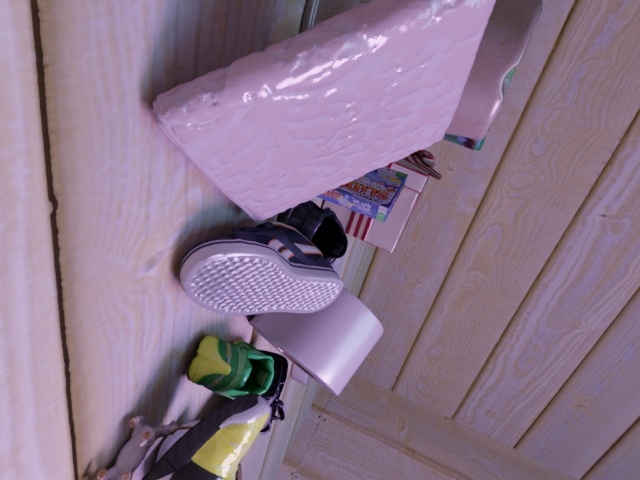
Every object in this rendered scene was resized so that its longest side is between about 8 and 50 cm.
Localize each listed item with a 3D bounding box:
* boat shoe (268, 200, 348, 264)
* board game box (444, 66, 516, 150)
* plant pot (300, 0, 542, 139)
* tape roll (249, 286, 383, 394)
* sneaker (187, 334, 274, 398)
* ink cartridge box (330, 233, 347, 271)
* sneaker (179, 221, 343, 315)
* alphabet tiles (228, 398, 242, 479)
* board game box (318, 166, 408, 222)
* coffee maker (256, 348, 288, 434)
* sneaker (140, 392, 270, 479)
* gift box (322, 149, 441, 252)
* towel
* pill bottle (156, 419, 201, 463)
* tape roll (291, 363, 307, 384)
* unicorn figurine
[{"bbox_3d":[0.002,-0.004,0.927,0.127,0.113,0.340,-59,158,-13],"label":"boat shoe"},{"bbox_3d":[0.224,-0.342,0.905,0.046,0.317,0.213,-13,127,-51],"label":"board game box"},{"bbox_3d":[0.169,-0.319,0.725,0.334,0.306,0.333,23,90,-78],"label":"plant pot"},{"bbox_3d":[-0.009,0.192,0.948,0.169,0.246,0.246,-51,164,-16],"label":"tape roll"},{"bbox_3d":[-0.147,0.248,0.806,0.295,0.124,0.109,71,43,-73],"label":"sneaker"},{"bbox_3d":[0.042,0.065,1.464,0.239,0.060,0.275,-54,162,-43],"label":"ink cartridge box"},{"bbox_3d":[-0.098,0.039,0.685,0.126,0.127,0.321,-46,148,15],"label":"sneaker"},{"bbox_3d":[-0.185,0.485,0.901,0.342,0.011,0.285,-107,-153,-54],"label":"alphabet tiles"},{"bbox_3d":[0.051,-0.116,0.828,0.136,0.201,0.035,-55,163,-47],"label":"board game box"},{"bbox_3d":[-0.147,0.338,1.028,0.171,0.120,0.178,-112,-151,-44],"label":"coffee maker"},{"bbox_3d":[-0.195,0.389,0.608,0.384,0.147,0.145,-49,166,-14],"label":"sneaker"},{"bbox_3d":[0.164,-0.140,1.159,0.276,0.255,0.258,-52,163,-67],"label":"gift box"},{"bbox_3d":[0.020,-0.145,0.526,0.332,0.053,0.317,-24,166,1],"label":"towel"},{"bbox_3d":[-0.226,0.444,0.791,0.131,0.131,0.229,-53,161,-51],"label":"pill bottle"},{"bbox_3d":[-0.009,0.416,1.840,0.392,0.072,0.392,22,90,-77],"label":"tape roll"},{"bbox_3d":[-0.253,0.293,0.607,0.162,0.060,0.111,-42,165,-33],"label":"unicorn figurine"}]
